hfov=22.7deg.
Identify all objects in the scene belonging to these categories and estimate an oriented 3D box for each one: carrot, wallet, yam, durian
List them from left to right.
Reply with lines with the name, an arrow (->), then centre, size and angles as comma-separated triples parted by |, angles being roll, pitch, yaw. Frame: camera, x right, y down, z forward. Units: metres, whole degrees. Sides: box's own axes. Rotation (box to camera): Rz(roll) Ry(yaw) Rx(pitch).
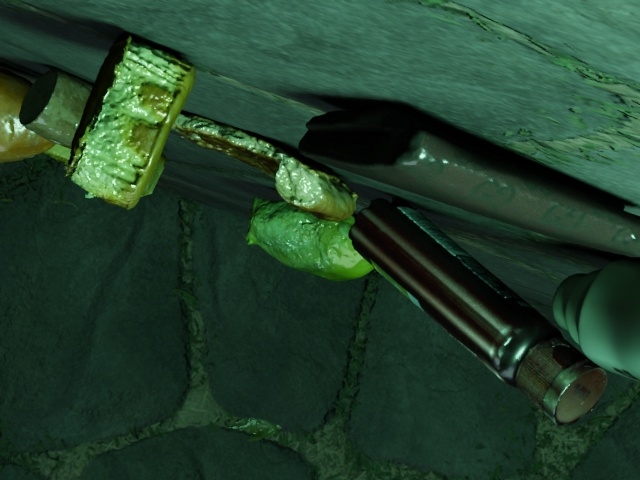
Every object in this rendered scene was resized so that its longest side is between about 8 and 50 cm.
carrot -> -0.407, -0.156, 1.834 | 0.225, 0.159, 0.159 | 8, 177, 3
yam -> -0.250, -0.131, 1.702 | 0.127, 0.084, 0.084 | 25, 175, -34
durian -> 0.000, 0.000, 2.272 | 0.250, 0.101, 0.139 | 18, 176, 32
wallet -> 0.116, -0.043, 1.176 | 0.229, 0.049, 0.182 | 19, 178, -27

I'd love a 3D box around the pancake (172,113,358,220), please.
pancake -> -0.073, -0.077, 1.706 | 0.244, 0.057, 0.266 | 21, 178, -11

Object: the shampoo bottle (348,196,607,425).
shampoo bottle -> 0.165, 0.073, 1.683 | 0.323, 0.084, 0.129 | 42, -175, 37

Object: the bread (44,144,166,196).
bread -> -0.293, -0.121, 2.172 | 0.138, 0.077, 0.361 | 20, 177, 0

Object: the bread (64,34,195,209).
bread -> -0.151, -0.090, 1.240 | 0.069, 0.128, 0.140 | 25, 176, -12

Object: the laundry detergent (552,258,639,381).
laundry detergent -> 0.361, 0.098, 1.471 | 0.264, 0.124, 0.398 | 20, 179, -26
